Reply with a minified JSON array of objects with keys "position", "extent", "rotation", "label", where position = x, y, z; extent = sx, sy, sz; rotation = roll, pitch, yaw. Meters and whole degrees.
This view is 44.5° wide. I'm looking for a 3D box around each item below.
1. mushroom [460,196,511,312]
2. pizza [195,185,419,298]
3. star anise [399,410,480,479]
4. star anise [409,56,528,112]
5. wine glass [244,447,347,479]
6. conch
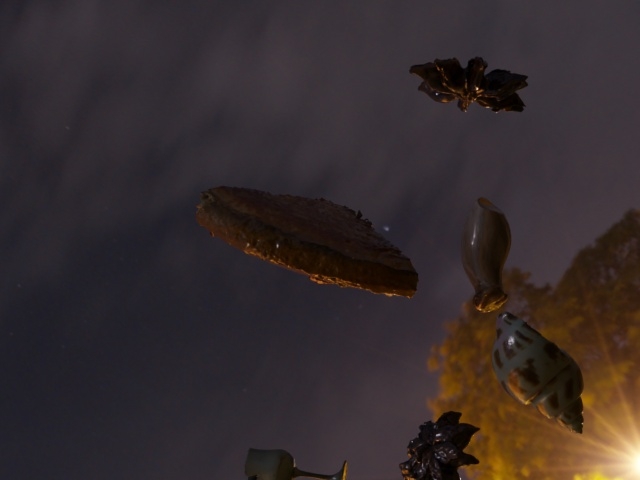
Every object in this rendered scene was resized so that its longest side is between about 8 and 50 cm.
[{"position":[0.304,0.024,1.425],"extent":[0.088,0.097,0.212],"rotation":[8,-108,-17],"label":"mushroom"},{"position":[0.000,0.000,1.548],"extent":[0.406,0.440,0.130],"rotation":[-32,-38,-72],"label":"pizza"},{"position":[0.287,0.537,1.961],"extent":[0.109,0.223,0.236],"rotation":[28,-89,-28],"label":"star anise"},{"position":[0.331,-0.342,1.728],"extent":[0.288,0.288,0.088],"rotation":[28,-103,-50],"label":"star anise"},{"position":[-0.049,0.454,1.534],"extent":[0.079,0.195,0.079],"rotation":[6,-90,-81],"label":"wine glass"},{"position":[0.619,0.372,2.204],"extent":[0.197,0.368,0.249],"rotation":[-56,-7,-16],"label":"conch"}]
